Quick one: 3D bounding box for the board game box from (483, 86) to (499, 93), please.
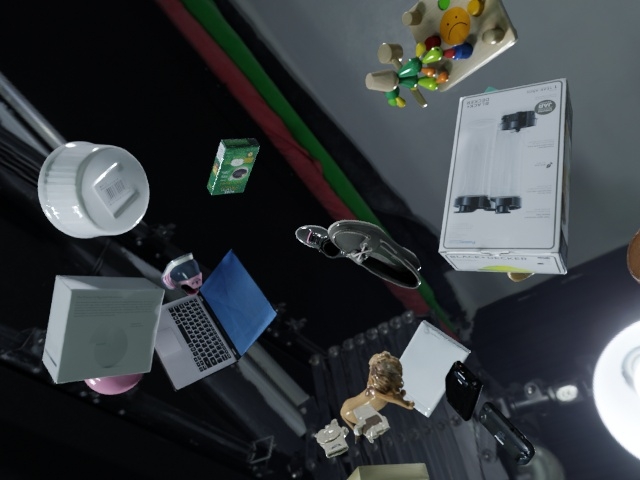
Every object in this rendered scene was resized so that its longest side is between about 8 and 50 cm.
[{"bbox_3d":[0.670,-0.453,1.654,0.160,0.047,0.210,32,159,22],"label":"board game box"}]

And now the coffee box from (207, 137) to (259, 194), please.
[{"bbox_3d":[-0.259,-0.215,1.303,0.113,0.184,0.040,-13,-124,-37],"label":"coffee box"}]

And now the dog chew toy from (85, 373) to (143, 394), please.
[{"bbox_3d":[-0.676,0.368,1.492,0.207,0.332,0.206,22,-146,-16],"label":"dog chew toy"}]

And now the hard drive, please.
[{"bbox_3d":[0.468,0.566,1.962,0.233,0.353,0.047,33,-164,26],"label":"hard drive"}]

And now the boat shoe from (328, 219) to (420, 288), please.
[{"bbox_3d":[0.168,0.043,1.256,0.335,0.112,0.095,26,-145,-31],"label":"boat shoe"}]

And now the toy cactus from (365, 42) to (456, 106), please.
[{"bbox_3d":[0.191,-0.386,1.035,0.180,0.219,0.112,-11,-89,-24],"label":"toy cactus"}]

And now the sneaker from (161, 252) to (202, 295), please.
[{"bbox_3d":[-0.505,0.155,1.626,0.112,0.319,0.131,-27,-97,-27],"label":"sneaker"}]

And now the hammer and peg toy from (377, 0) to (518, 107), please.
[{"bbox_3d":[0.346,-0.559,1.244,0.127,0.361,0.266,-24,-92,-36],"label":"hammer and peg toy"}]

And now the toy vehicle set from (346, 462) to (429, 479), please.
[{"bbox_3d":[0.129,0.605,1.063,0.166,0.267,0.035,5,-137,-15],"label":"toy vehicle set"}]

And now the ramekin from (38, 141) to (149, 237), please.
[{"bbox_3d":[-0.623,-0.141,1.257,0.277,0.135,0.277,4,-90,-66],"label":"ramekin"}]

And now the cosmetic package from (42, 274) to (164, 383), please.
[{"bbox_3d":[-0.543,0.211,1.116,0.224,0.138,0.224,8,-83,-45],"label":"cosmetic package"}]

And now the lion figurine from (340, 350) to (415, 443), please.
[{"bbox_3d":[0.191,0.608,1.692,0.240,0.392,0.142,37,-170,-24],"label":"lion figurine"}]

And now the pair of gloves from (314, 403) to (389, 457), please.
[{"bbox_3d":[0.107,0.638,1.483,0.204,0.240,0.042,180,73,-74],"label":"pair of gloves"}]

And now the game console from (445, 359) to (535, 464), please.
[{"bbox_3d":[0.554,0.587,1.492,0.361,0.044,0.213,48,151,42],"label":"game console"}]

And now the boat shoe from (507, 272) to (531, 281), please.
[{"bbox_3d":[0.622,0.056,1.338,0.063,0.170,0.059,47,172,-8],"label":"boat shoe"}]

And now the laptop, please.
[{"bbox_3d":[-0.453,0.295,1.743,0.408,0.236,0.382,-20,-127,-33],"label":"laptop"}]

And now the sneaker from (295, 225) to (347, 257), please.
[{"bbox_3d":[0.000,0.000,2.018,0.296,0.104,0.147,21,-173,20],"label":"sneaker"}]

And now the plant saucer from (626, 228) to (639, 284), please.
[{"bbox_3d":[0.768,0.030,1.027,0.029,0.168,0.168,10,-141,-1],"label":"plant saucer"}]

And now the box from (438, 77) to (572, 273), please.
[{"bbox_3d":[0.297,-0.097,0.701,0.087,0.169,0.290,36,-120,-49],"label":"box"}]
